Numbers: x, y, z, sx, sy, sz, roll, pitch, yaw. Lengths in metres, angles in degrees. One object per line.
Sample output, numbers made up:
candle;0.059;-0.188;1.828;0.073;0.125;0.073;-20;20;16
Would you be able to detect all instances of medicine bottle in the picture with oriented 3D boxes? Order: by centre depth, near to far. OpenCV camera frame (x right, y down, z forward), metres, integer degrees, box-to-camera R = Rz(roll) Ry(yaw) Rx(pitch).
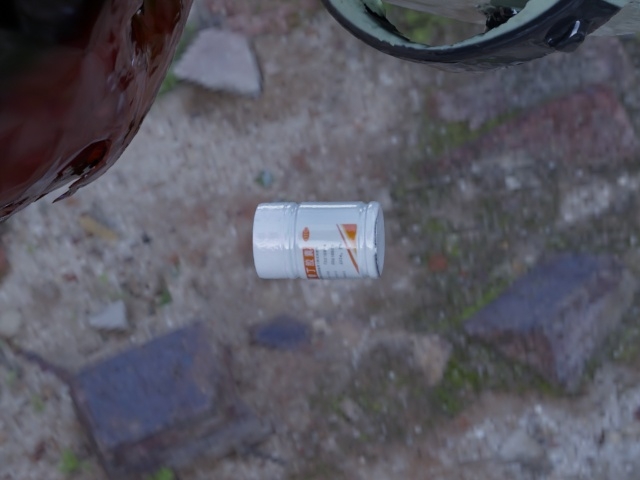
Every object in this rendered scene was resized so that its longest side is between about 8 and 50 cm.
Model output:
medicine bottle;0.000;0.000;1.236;0.089;0.057;0.057;0;52;9

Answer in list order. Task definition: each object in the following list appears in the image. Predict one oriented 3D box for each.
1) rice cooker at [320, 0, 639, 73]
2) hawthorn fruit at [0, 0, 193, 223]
rice cooker;0.079;-0.204;0.846;0.226;0.226;0.244;10;91;19
hawthorn fruit;-0.192;-0.130;0.675;0.316;0.316;0.316;-6;51;7
